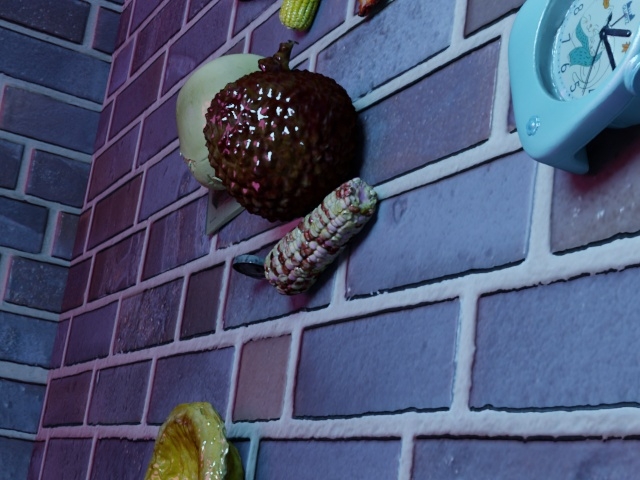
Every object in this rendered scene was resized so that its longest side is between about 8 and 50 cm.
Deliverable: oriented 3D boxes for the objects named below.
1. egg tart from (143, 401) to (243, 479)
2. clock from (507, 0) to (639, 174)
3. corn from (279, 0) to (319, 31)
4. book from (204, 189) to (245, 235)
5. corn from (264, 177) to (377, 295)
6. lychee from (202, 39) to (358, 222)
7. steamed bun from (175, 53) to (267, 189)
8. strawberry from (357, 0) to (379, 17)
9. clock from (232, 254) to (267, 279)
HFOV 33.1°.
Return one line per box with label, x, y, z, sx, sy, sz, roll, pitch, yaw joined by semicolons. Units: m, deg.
egg tart;-0.212;0.440;1.882;0.319;0.128;0.319;-37;45;49
clock;0.322;-0.220;1.184;0.274;0.094;0.224;-39;43;49
corn;-0.020;-0.501;2.077;0.203;0.072;0.072;-67;26;14
book;-0.186;-0.172;2.285;0.215;0.025;0.283;-34;48;52
corn;0.000;0.000;1.738;0.280;0.092;0.092;-44;39;45
lychee;-0.066;-0.178;1.764;0.264;0.264;0.300;-3;86;64
steamed bun;-0.186;-0.237;2.123;0.273;0.166;0.232;-32;49;42
strawberry;0.099;-0.448;1.829;0.152;0.048;0.104;110;151;-43
clock;-0.118;0.049;1.952;0.085;0.085;0.017;-26;48;58
